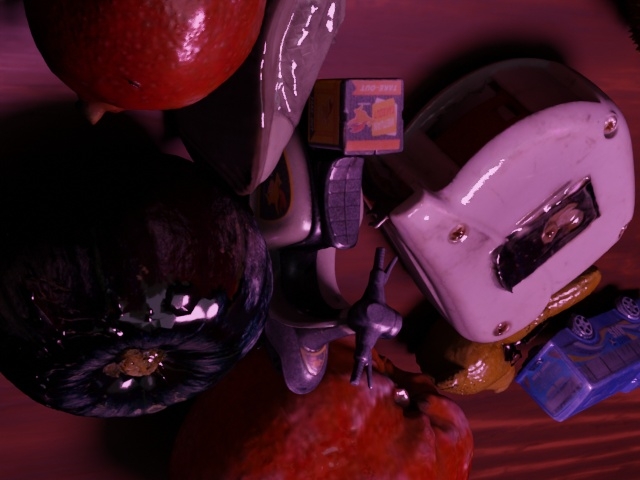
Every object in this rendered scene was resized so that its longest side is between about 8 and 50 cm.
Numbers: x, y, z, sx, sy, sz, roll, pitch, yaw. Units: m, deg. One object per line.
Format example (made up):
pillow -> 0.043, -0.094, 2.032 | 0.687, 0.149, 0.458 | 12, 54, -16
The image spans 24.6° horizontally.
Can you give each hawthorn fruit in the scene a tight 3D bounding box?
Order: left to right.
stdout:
hawthorn fruit -> -0.123, -0.165, 0.989 | 0.169, 0.169, 0.188 | 5, 130, -41
hawthorn fruit -> -0.002, 0.205, 1.366 | 0.284, 0.284, 0.284 | -21, 138, -21

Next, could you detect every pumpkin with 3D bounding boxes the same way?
pumpkin -> -0.153, 0.036, 1.133 | 0.233, 0.163, 0.233 | -11, 147, -7

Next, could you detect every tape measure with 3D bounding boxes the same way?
tape measure -> 0.166, -0.038, 1.356 | 0.265, 0.130, 0.258 | -38, 139, -2

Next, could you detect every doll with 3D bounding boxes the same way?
doll -> 0.198, 0.094, 1.502 | 0.209, 0.137, 0.097 | -28, 99, -6

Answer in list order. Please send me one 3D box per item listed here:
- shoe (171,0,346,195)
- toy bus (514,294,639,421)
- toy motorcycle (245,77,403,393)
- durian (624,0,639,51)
shoe -> -0.037, -0.157, 1.108 | 0.098, 0.103, 0.275 | -21, 142, -42
toy bus -> 0.306, 0.128, 1.614 | 0.236, 0.094, 0.079 | -14, 154, -50
toy motorcycle -> 0.000, 0.000, 1.200 | 0.091, 0.157, 0.263 | -5, 98, -37
durian -> 0.344, -0.226, 1.351 | 0.146, 0.102, 0.208 | -52, 162, 18
